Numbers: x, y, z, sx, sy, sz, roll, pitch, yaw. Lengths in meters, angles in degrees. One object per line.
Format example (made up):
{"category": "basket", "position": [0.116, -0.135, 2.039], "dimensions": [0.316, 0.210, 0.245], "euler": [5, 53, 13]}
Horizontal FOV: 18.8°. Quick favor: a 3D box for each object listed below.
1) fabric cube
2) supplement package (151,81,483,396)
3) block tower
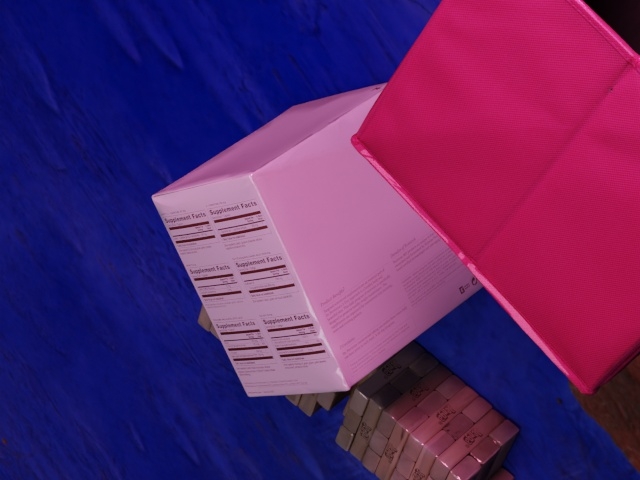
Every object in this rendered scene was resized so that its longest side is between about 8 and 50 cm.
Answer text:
{"category": "fabric cube", "position": [0.226, -0.100, 1.306], "dimensions": [0.259, 0.254, 0.258], "euler": [47, 142, 10]}
{"category": "supplement package", "position": [0.000, 0.000, 1.683], "dimensions": [0.149, 0.194, 0.203], "euler": [-9, 110, 50]}
{"category": "block tower", "position": [0.038, 0.132, 1.830], "dimensions": [0.335, 0.091, 0.097], "euler": [40, 142, 18]}
